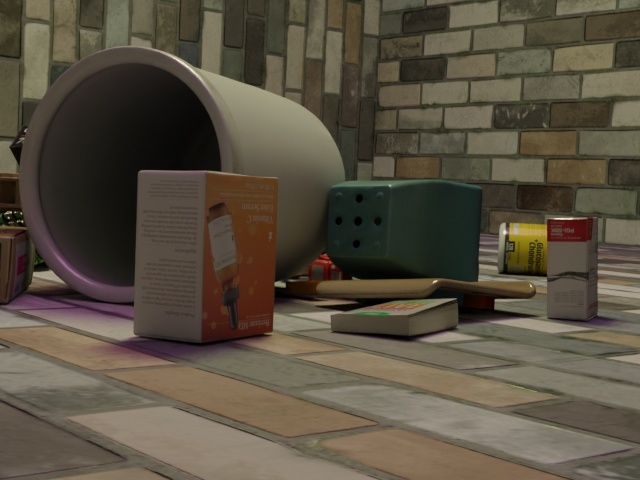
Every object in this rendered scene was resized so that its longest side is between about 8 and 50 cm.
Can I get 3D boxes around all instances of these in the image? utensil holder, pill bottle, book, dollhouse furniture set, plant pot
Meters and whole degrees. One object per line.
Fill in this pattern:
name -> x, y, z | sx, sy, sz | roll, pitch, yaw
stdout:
utensil holder -> -0.173, -0.081, 1.538 | 0.328, 0.327, 0.385 | 4, 1, 25
pill bottle -> 0.451, 0.019, 2.176 | 0.184, 0.103, 0.103 | 3, 3, 10
book -> 0.088, 0.090, 1.247 | 0.096, 0.035, 0.144 | 0, 3, 29
dollhouse furniture set -> -0.525, -0.023, 1.572 | 0.182, 0.160, 0.101 | 3, 3, -11
plant pot -> 0.117, -0.015, 1.632 | 0.166, 0.165, 0.234 | 1, -5, 33

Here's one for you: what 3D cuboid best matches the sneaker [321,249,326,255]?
sneaker -> -0.075, 0.018, 1.917 | 0.267, 0.106, 0.101 | -19, 13, -11

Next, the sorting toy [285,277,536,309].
sorting toy -> 0.110, 0.076, 1.492 | 0.229, 0.041, 0.307 | 4, -5, -43

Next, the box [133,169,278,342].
box -> -0.118, 0.014, 1.129 | 0.091, 0.170, 0.130 | 3, 3, 31

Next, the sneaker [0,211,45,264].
sneaker -> -0.502, 0.000, 1.856 | 0.146, 0.134, 0.343 | -37, -9, 26

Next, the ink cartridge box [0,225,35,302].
ink cartridge box -> -0.484, 0.025, 1.406 | 0.193, 0.088, 0.235 | 4, 2, -8

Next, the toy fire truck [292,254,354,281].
toy fire truck -> -0.013, 0.047, 1.783 | 0.135, 0.047, 0.192 | 3, 4, 9

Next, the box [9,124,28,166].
box -> -0.394, -0.085, 2.036 | 0.293, 0.295, 0.073 | 4, 46, 20

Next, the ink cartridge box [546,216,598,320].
ink cartridge box -> 0.340, 0.036, 1.457 | 0.056, 0.135, 0.099 | 1, 2, 22
